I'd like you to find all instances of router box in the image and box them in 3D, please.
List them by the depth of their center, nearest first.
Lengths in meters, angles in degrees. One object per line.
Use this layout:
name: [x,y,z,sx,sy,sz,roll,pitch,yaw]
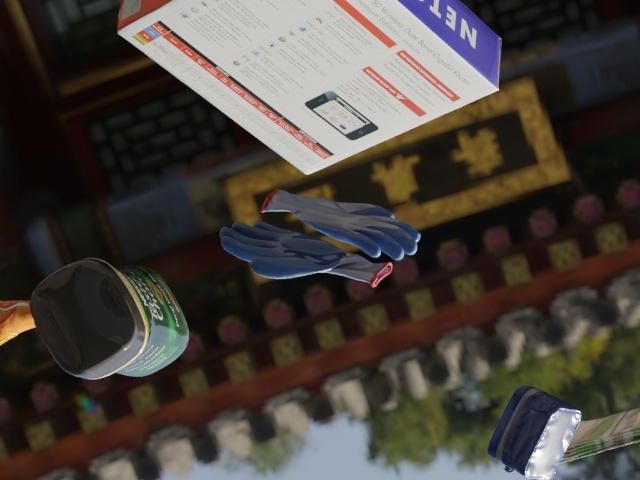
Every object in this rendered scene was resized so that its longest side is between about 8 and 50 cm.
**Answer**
router box: [-0.010,-0.235,2.018,0.301,0.335,0.082,-22,-134,35]

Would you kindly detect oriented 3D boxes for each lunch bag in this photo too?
lunch bag: [0.224,0.207,1.876,0.065,0.098,0.067,30,-173,39]

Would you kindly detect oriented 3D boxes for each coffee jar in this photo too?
coffee jar: [-0.174,0.065,1.457,0.079,0.096,0.184,-31,173,7]

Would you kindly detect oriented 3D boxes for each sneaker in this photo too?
sneaker: [-0.363,0.103,1.873,0.175,0.067,0.064,-16,174,3]

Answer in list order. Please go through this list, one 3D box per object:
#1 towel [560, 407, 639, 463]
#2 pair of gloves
towel: [0.354,0.225,2.121,0.152,0.023,0.113,-22,-173,32]
pair of gloves: [0.000,0.000,1.601,0.159,0.023,0.198,15,-156,14]
